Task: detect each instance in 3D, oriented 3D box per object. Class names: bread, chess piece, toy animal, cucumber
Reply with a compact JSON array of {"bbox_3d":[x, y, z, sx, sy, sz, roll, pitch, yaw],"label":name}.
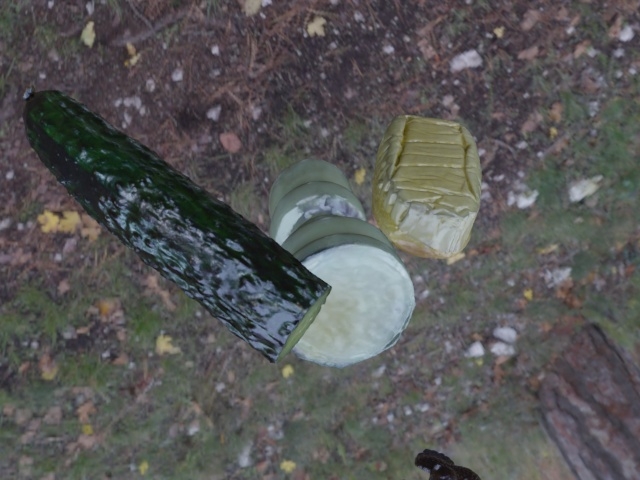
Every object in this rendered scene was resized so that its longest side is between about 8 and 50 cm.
[{"bbox_3d":[0.139,-0.071,1.102,0.139,0.236,0.106,10,128,-1],"label":"bread"},{"bbox_3d":[0.000,0.000,0.836,0.133,0.243,0.133,-5,121,-9],"label":"chess piece"},{"bbox_3d":[0.263,0.465,1.605,0.116,0.218,0.180,-31,142,-10],"label":"toy animal"},{"bbox_3d":[-0.121,-0.025,0.584,0.067,0.293,0.067,-46,160,-22],"label":"cucumber"}]
